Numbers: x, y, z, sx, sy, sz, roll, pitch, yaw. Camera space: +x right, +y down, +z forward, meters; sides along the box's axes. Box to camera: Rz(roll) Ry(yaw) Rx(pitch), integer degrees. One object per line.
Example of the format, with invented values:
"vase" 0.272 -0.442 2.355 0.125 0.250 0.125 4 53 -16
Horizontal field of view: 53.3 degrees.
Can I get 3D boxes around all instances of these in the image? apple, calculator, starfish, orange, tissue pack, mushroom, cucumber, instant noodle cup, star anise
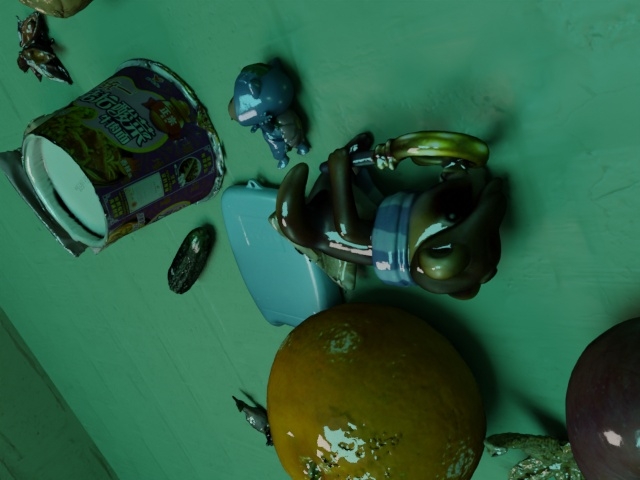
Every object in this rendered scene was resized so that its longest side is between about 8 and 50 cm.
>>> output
"apple" 0.462 0.238 0.793 0.306 0.235 0.305 26 140 25
"calculator" -0.082 0.046 1.302 0.256 0.054 0.386 9 126 40
"starfish" 0.414 0.392 1.078 0.327 0.094 0.375 26 140 -5
"orange" 0.086 0.322 1.152 0.424 0.326 0.423 24 134 27
"tissue pack" -0.586 -0.126 1.503 0.305 0.238 0.239 52 142 -5
"mushroom" 0.001 0.000 1.149 0.210 0.094 0.072 40 -170 -19
"cucumber" -0.303 0.042 1.499 0.074 0.074 0.241 44 139 6
"instant noodle cup" -0.400 -0.159 1.263 0.340 0.266 0.339 25 135 27
"star anise" -0.630 -0.414 1.437 0.157 0.053 0.212 41 140 10

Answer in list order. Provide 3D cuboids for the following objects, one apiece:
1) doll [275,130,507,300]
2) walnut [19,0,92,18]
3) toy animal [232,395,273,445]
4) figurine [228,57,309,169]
"doll" 0.110 -0.043 0.950 0.340 0.209 0.318 17 165 36
"walnut" -0.474 -0.509 1.098 0.198 0.198 0.244 16 128 35
"toy animal" -0.174 0.504 1.772 0.202 0.070 0.105 41 161 3
"figurine" -0.096 -0.207 1.064 0.145 0.114 0.178 5 134 43
